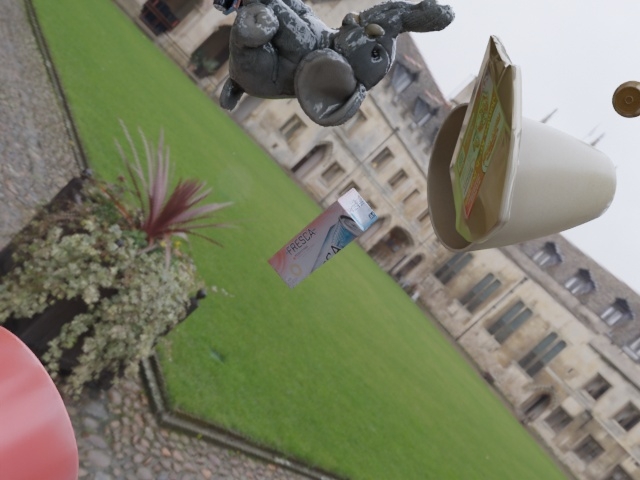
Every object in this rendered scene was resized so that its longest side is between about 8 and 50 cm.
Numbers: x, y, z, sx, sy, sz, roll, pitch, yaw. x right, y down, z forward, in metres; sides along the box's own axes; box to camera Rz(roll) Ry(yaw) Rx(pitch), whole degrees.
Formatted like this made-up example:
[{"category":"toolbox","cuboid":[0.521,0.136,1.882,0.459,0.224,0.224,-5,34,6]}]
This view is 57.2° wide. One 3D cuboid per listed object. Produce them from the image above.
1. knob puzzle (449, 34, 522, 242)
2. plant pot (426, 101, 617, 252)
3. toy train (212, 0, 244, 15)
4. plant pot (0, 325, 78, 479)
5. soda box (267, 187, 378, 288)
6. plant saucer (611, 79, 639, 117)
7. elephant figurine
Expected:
[{"category":"knob puzzle","cuboid":[0.172,-0.081,0.581,0.029,0.213,0.213,7,8,-2]},{"category":"plant pot","cuboid":[0.368,-0.103,1.042,0.273,0.257,0.256,2,19,-14]},{"category":"toy train","cuboid":[-0.152,-0.534,1.173,0.105,0.184,0.080,20,-4,-28]},{"category":"plant pot","cuboid":[-0.483,0.269,0.716,0.275,0.275,0.243,48,37,12]},{"category":"soda box","cuboid":[0.000,0.000,0.903,0.063,0.183,0.058,50,38,0]},{"category":"plant saucer","cuboid":[0.692,-0.315,1.314,0.015,0.083,0.083,-21,61,-40]},{"category":"elephant figurine","cuboid":[0.012,-0.230,0.743,0.239,0.170,0.186,22,-13,-5]}]
